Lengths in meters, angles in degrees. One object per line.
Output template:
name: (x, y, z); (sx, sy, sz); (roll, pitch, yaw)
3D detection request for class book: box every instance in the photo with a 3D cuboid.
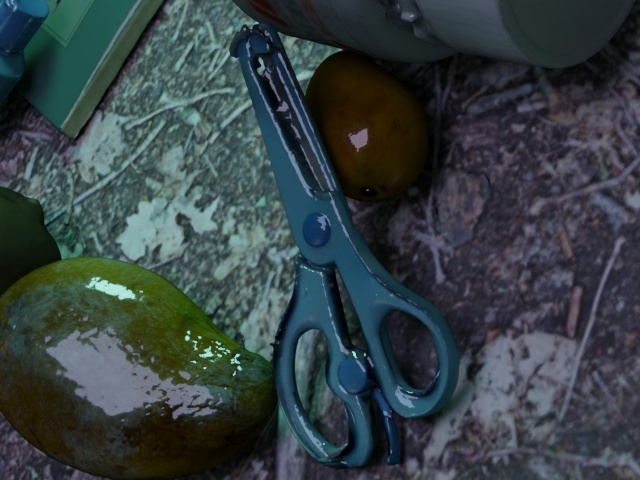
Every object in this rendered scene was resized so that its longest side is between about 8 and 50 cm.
book: (-0.301, -0.304, 1.836); (0.264, 0.031, 0.379); (-55, 47, 8)

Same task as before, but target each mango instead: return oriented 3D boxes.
mango: (-0.175, 0.121, 1.475); (0.316, 0.146, 0.193); (16, 83, 29)
mango: (0.033, -0.099, 1.424); (0.111, 0.089, 0.163); (-49, 40, 1)

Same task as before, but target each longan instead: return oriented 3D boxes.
longan: (-0.350, 0.020, 1.647); (0.189, 0.189, 0.189); (-17, 61, 34)

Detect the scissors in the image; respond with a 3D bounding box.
scissors: (0.000, 0.000, 1.363); (0.180, 0.032, 0.393); (-25, 78, 32)

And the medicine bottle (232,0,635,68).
medicine bottle: (0.086, -0.271, 1.337); (0.324, 0.256, 0.256); (20, 85, 40)

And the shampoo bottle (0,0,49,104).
shampoo bottle: (-0.384, -0.177, 1.798); (0.258, 0.061, 0.104); (-46, 51, 31)
